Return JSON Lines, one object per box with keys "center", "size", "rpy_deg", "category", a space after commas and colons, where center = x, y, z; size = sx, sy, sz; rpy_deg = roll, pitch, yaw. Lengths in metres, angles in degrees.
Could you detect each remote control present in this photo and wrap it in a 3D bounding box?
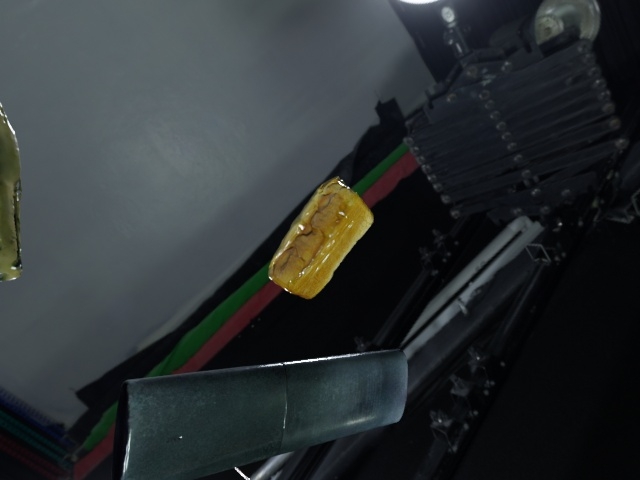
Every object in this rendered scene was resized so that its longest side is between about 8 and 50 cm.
{"center": [-0.035, 0.193, 0.501], "size": [0.044, 0.377, 0.107], "rpy_deg": [-2, -96, 51], "category": "remote control"}

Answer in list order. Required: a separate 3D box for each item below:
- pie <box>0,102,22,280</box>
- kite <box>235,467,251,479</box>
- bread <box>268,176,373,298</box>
{"center": [-0.368, -0.093, 0.416], "size": [0.128, 0.283, 0.068], "rpy_deg": [-13, 174, -6], "category": "pie"}
{"center": [-0.102, 0.397, 0.682], "size": [0.010, 0.190, 0.159], "rpy_deg": [-44, 167, -29], "category": "kite"}
{"center": [0.000, 0.000, 0.457], "size": [0.053, 0.074, 0.132], "rpy_deg": [34, -89, 34], "category": "bread"}
